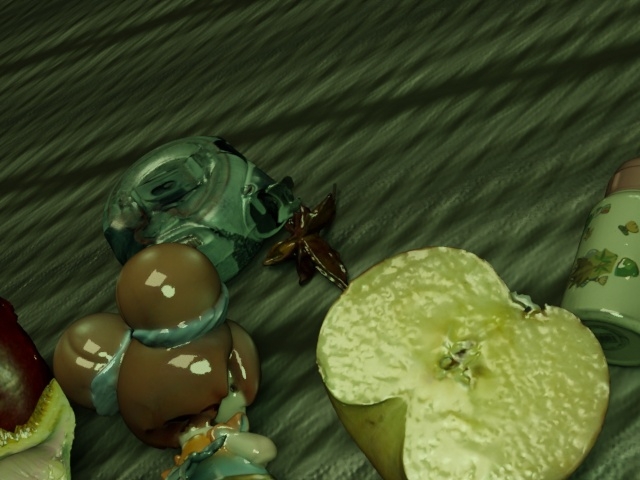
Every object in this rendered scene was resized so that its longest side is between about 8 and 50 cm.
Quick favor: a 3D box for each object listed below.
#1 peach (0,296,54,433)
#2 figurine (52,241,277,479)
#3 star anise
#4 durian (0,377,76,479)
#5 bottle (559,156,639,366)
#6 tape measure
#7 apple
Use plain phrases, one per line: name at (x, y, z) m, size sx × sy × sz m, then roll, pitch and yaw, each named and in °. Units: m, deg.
peach at (-0.534, 0.208, 0.915) m, size 0.339 × 0.416 × 0.353 m, roll 1°, pitch 56°, yaw 33°
figurine at (-0.170, 0.225, 0.858) m, size 0.277 × 0.248 × 0.388 m, roll -40°, pitch 41°, yaw 24°
star anise at (0.003, -0.009, 1.079) m, size 0.158 × 0.144 × 0.140 m, roll 6°, pitch 102°, yaw 36°
durian at (-0.331, 0.246, 0.819) m, size 0.224 × 0.140 × 0.078 m, roll -67°, pitch 20°, yaw 9°
bottle at (0.364, 0.013, 0.846) m, size 0.121 × 0.120 × 0.253 m, roll 10°, pitch 57°, yaw 31°
tape measure at (-0.205, -0.050, 1.139) m, size 0.275 × 0.147 × 0.256 m, roll -41°, pitch 48°, yaw -11°
apple at (0.148, 0.162, 0.797) m, size 0.251 × 0.163 × 0.293 m, roll -37°, pitch 62°, yaw -13°
